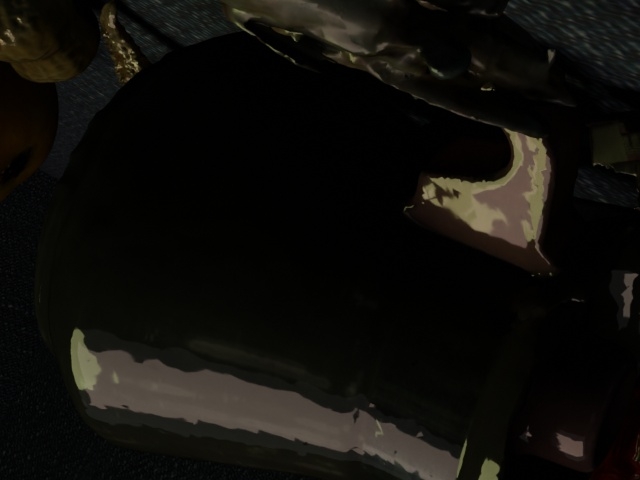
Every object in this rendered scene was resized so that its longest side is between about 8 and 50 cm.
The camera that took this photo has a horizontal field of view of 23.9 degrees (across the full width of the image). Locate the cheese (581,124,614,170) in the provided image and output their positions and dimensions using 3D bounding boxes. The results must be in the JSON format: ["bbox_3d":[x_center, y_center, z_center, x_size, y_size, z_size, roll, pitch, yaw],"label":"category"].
[{"bbox_3d":[0.156,-0.063,0.936,0.111,0.017,0.047,22,171,26],"label":"cheese"}]

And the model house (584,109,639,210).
[{"bbox_3d":[0.192,-0.044,0.819,0.083,0.057,0.058,-3,-175,36],"label":"model house"}]

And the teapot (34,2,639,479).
[{"bbox_3d":[0.029,0.014,0.968,0.361,0.305,0.376,21,136,21],"label":"teapot"}]

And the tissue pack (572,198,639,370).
[{"bbox_3d":[0.197,0.030,1.138,0.051,0.112,0.156,29,173,-30],"label":"tissue pack"}]

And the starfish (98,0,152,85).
[{"bbox_3d":[-0.052,-0.082,1.325,0.293,0.084,0.301,30,158,7],"label":"starfish"}]

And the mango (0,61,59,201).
[{"bbox_3d":[-0.421,-0.174,1.417,0.378,0.221,0.264,35,175,-14],"label":"mango"}]

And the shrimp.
[{"bbox_3d":[-0.036,-0.144,0.744,0.360,0.085,0.247,27,-176,10],"label":"shrimp"}]

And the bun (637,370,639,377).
[{"bbox_3d":[0.176,0.069,1.385,0.272,0.168,0.273,26,-173,-4],"label":"bun"}]

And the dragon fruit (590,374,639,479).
[{"bbox_3d":[0.237,0.167,1.610,0.298,0.244,0.244,4,167,23],"label":"dragon fruit"}]

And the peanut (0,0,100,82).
[{"bbox_3d":[-0.227,-0.175,1.210,0.089,0.089,0.193,24,177,7],"label":"peanut"}]

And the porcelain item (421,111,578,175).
[{"bbox_3d":[0.110,-0.070,1.056,0.136,0.021,0.075,20,168,41],"label":"porcelain item"}]
